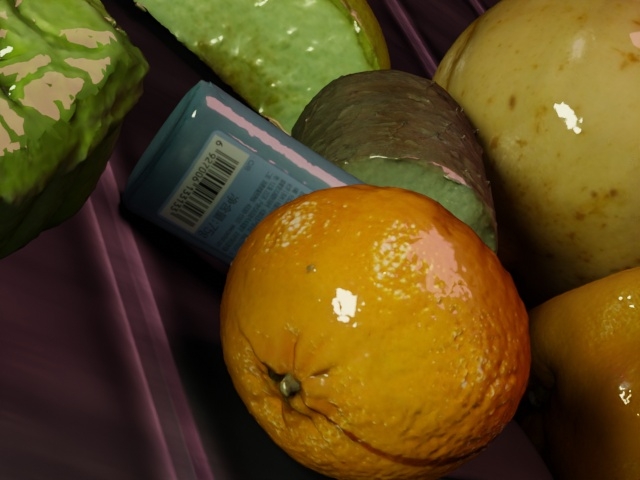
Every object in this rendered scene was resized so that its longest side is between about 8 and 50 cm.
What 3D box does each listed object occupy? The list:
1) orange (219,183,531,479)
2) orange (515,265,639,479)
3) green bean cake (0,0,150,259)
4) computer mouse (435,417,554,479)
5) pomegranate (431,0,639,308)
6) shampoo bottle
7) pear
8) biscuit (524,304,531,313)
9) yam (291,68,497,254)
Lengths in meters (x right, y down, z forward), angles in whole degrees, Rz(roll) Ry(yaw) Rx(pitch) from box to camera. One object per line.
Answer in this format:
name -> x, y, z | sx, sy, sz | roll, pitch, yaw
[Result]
orange -> 0.029, 0.060, 1.110 | 0.193, 0.193, 0.161 | 45, 52, -1
orange -> 0.241, 0.133, 1.429 | 0.249, 0.183, 0.249 | 177, -90, -89
green bean cake -> -0.216, -0.080, 0.855 | 0.222, 0.125, 0.248 | 47, 38, 8
computer mouse -> 0.100, 0.139, 1.293 | 0.232, 0.057, 0.120 | 27, 24, -47
pomegranate -> 0.228, -0.069, 1.621 | 0.342, 0.342, 0.342 | 40, 17, -15
shampoo bottle -> 0.000, 0.000, 1.246 | 0.258, 0.104, 0.061 | 32, 20, -15
pear -> -0.032, -0.196, 1.673 | 0.288, 0.139, 0.239 | 41, 7, -11
biscuit -> 0.163, 0.077, 1.633 | 0.220, 0.033, 0.220 | 39, 15, -13
yam -> 0.049, -0.033, 1.403 | 0.161, 0.161, 0.268 | 41, 15, -13
